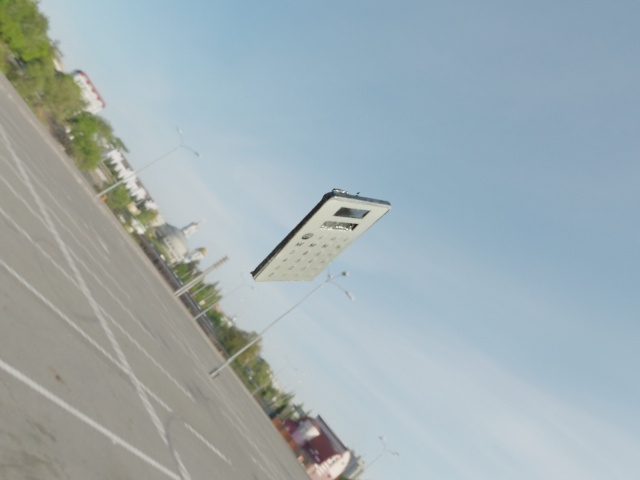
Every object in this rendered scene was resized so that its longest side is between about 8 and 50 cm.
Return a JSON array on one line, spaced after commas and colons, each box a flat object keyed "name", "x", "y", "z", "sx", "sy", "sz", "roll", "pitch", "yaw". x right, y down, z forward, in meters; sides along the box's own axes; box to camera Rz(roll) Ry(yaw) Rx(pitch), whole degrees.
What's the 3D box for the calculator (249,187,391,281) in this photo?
[{"name": "calculator", "x": 0.000, "y": 0.000, "z": 0.903, "sx": 0.262, "sy": 0.161, "sz": 0.021, "roll": -45, "pitch": -124, "yaw": 36}]
